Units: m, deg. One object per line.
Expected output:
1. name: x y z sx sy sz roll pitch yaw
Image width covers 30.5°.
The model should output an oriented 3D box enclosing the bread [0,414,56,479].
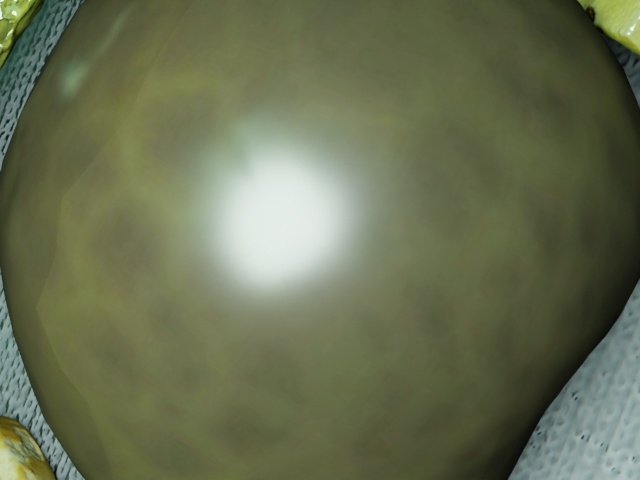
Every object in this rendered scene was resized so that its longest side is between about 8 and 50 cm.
1. bread: -0.260 0.204 0.898 0.122 0.073 0.149 -36 69 11

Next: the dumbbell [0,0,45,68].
1. dumbbell: -0.263 -0.150 0.895 0.204 0.204 0.322 40 97 24

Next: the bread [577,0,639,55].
1. bread: 0.182 -0.153 0.732 0.049 0.088 0.226 -59 22 15

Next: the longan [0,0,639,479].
1. longan: 0.000 0.000 0.691 0.405 0.336 0.404 -1 104 -6
